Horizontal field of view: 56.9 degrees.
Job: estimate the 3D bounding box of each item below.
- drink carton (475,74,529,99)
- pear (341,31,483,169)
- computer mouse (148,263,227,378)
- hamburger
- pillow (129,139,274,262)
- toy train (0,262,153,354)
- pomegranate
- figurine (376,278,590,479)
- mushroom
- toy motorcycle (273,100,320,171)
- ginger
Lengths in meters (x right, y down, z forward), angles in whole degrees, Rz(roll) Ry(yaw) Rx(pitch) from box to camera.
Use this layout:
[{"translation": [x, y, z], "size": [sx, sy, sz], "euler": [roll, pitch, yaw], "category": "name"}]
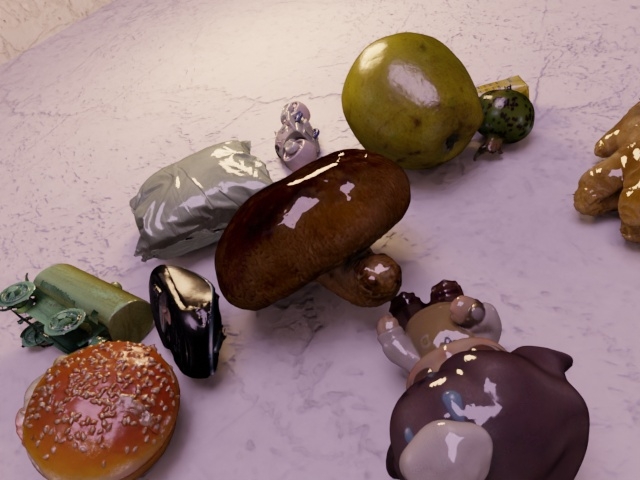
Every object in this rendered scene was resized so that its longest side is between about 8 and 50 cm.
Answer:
[{"translation": [0.334, -0.286, 1.251], "size": [0.199, 0.075, 0.084], "euler": [-14, 39, 4], "category": "drink carton"}, {"translation": [0.177, -0.268, 1.158], "size": [0.252, 0.253, 0.307], "euler": [-30, 51, -12], "category": "pear"}, {"translation": [-0.210, 0.125, 0.960], "size": [0.096, 0.137, 0.233], "euler": [-16, 34, -27], "category": "computer mouse"}, {"translation": [-0.310, 0.249, 0.844], "size": [0.236, 0.147, 0.237], "euler": [-9, 44, 9], "category": "hamburger"}, {"translation": [-0.248, -0.091, 1.211], "size": [0.309, 0.138, 0.283], "euler": [-26, 35, -2], "category": "pillow"}, {"translation": [-0.441, 0.122, 1.054], "size": [0.307, 0.126, 0.189], "euler": [17, 51, 36], "category": "toy train"}, {"translation": [0.351, -0.225, 1.158], "size": [0.122, 0.122, 0.162], "euler": [24, 91, 39], "category": "pomegranate"}, {"translation": [0.173, 0.156, 0.712], "size": [0.217, 0.206, 0.365], "euler": [-6, 39, -2], "category": "figurine"}, {"translation": [-0.011, -0.023, 0.957], "size": [0.344, 0.239, 0.345], "euler": [-5, 8, 1], "category": "mushroom"}, {"translation": [-0.061, -0.229, 1.337], "size": [0.112, 0.113, 0.254], "euler": [-14, 39, 6], "category": "toy motorcycle"}, {"translation": [0.542, -0.109, 0.969], "size": [0.236, 0.166, 0.375], "euler": [-46, 6, 22], "category": "ginger"}]
